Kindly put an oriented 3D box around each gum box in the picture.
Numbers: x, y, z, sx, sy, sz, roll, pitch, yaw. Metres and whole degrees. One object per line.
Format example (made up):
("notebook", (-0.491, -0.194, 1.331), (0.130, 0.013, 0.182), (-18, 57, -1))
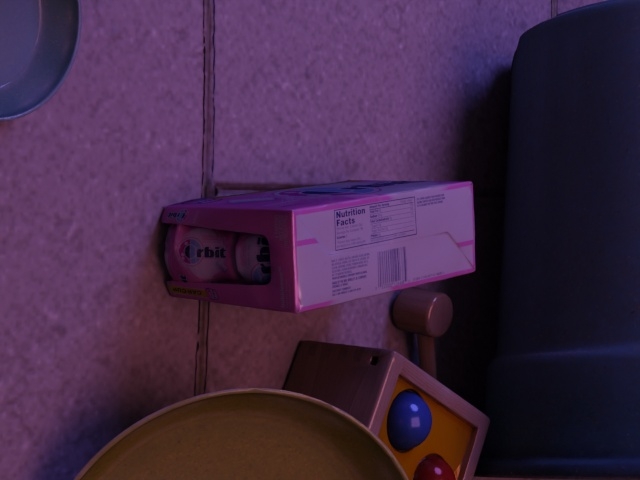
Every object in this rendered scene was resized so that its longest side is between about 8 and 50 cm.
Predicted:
("gum box", (0.000, 0.000, 0.929), (0.188, 0.107, 0.062), (-10, 100, -48))

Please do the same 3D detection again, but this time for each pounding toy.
("pounding toy", (0.066, 0.128, 1.023), (0.181, 0.094, 0.206), (37, 66, -43))

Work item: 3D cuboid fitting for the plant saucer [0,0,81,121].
("plant saucer", (-0.179, -0.123, 0.781), (0.119, 0.021, 0.119), (-4, 95, -49))

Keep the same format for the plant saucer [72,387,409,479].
("plant saucer", (-0.054, 0.199, 0.870), (0.241, 0.037, 0.241), (-4, 101, -18))

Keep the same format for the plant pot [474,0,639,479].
("plant pot", (0.277, 0.007, 1.102), (0.341, 0.341, 0.334), (8, 79, -49))
